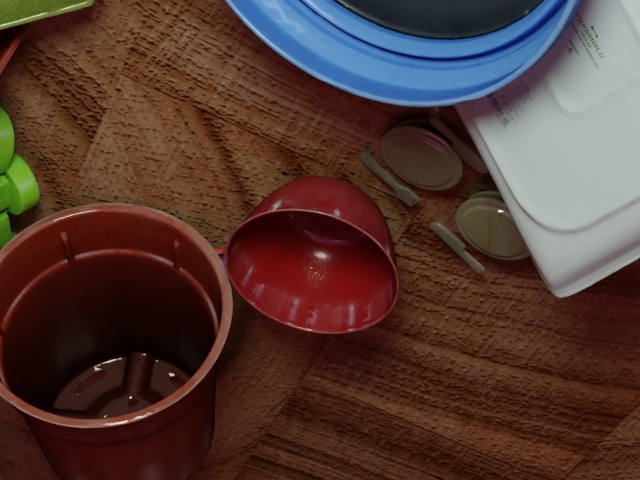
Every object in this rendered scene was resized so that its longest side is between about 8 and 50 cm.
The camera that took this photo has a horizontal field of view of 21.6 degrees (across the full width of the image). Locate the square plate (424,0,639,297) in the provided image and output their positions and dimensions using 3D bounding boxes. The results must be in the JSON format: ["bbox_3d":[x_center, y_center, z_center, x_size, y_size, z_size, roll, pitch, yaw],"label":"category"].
[{"bbox_3d":[0.227,-0.162,1.370,0.344,0.049,0.347,-32,83,40],"label":"square plate"}]

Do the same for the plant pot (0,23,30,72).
[{"bbox_3d":[-0.486,-0.156,1.607,0.267,0.267,0.236,36,146,-20],"label":"plant pot"}]

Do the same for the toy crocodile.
[{"bbox_3d":[-0.378,-0.012,1.821,0.105,0.115,0.340,44,146,25],"label":"toy crocodile"}]

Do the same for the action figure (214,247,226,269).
[{"bbox_3d":[-0.096,0.027,1.830,0.115,0.030,0.038,12,133,13],"label":"action figure"}]

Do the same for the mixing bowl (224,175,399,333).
[{"bbox_3d":[0.000,0.000,1.717,0.181,0.098,0.181,9,137,8],"label":"mixing bowl"}]

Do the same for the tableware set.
[{"bbox_3d":[0.143,-0.055,1.659,0.194,0.039,0.128,43,144,-18],"label":"tableware set"}]

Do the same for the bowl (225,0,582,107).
[{"bbox_3d":[0.048,-0.292,1.322,0.391,0.077,0.391,21,133,24],"label":"bowl"}]

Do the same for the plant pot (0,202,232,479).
[{"bbox_3d":[-0.224,0.144,1.840,0.272,0.272,0.265,10,147,8],"label":"plant pot"}]

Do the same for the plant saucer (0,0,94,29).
[{"bbox_3d":[-0.313,-0.278,1.508,0.188,0.045,0.188,-17,129,-9],"label":"plant saucer"}]
